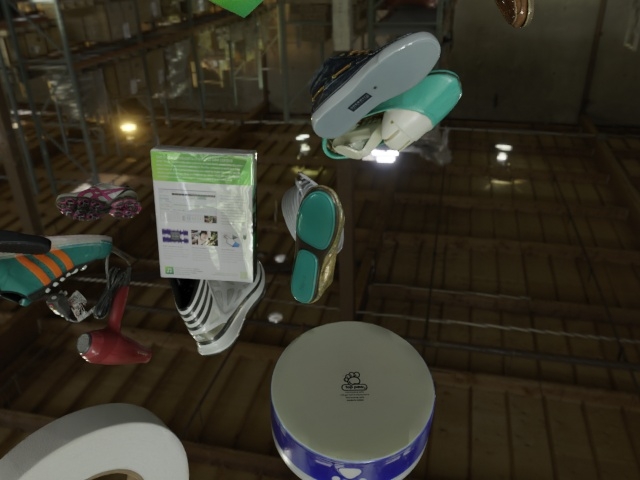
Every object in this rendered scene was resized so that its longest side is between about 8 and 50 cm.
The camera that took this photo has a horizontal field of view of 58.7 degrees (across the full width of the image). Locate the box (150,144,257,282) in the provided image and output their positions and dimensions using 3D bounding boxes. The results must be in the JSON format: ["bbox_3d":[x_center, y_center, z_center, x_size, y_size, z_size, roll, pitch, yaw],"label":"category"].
[{"bbox_3d":[-0.266,-0.059,1.334,0.232,0.322,0.058,4,-155,2],"label":"box"}]

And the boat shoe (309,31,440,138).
[{"bbox_3d":[0.054,-0.206,0.683,0.065,0.183,0.083,23,-134,-43],"label":"boat shoe"}]

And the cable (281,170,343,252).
[{"bbox_3d":[-0.022,-0.068,1.849,0.089,0.257,0.257,-21,-118,28],"label":"cable"}]

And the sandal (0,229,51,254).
[{"bbox_3d":[-0.412,-0.012,0.665,0.179,0.040,0.067,7,162,-40],"label":"sandal"}]

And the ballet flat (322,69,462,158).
[{"bbox_3d":[0.091,-0.158,0.793,0.083,0.087,0.247,26,159,-35],"label":"ballet flat"}]

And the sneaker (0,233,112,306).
[{"bbox_3d":[-0.518,0.053,1.036,0.108,0.121,0.302,0,-173,38],"label":"sneaker"}]

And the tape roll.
[{"bbox_3d":[-0.416,0.475,1.004,0.392,0.392,0.072,-24,-144,-37],"label":"tape roll"}]

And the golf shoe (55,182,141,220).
[{"bbox_3d":[-0.513,-0.093,1.307,0.186,0.067,0.086,-2,-132,-41],"label":"golf shoe"}]

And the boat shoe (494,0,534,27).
[{"bbox_3d":[0.417,-0.629,1.359,0.104,0.111,0.307,-8,-114,-5],"label":"boat shoe"}]

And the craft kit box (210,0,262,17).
[{"bbox_3d":[-0.004,-0.334,0.435,0.061,0.247,0.250,21,169,-28],"label":"craft kit box"}]

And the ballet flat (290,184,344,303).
[{"bbox_3d":[0.000,0.000,1.378,0.123,0.349,0.123,7,-144,-5],"label":"ballet flat"}]

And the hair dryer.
[{"bbox_3d":[-0.491,0.192,1.370,0.080,0.294,0.223,7,-144,39],"label":"hair dryer"}]

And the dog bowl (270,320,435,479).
[{"bbox_3d":[0.050,0.263,0.927,0.264,0.104,0.265,1,-138,-1],"label":"dog bowl"}]

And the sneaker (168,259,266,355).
[{"bbox_3d":[-0.308,0.111,1.743,0.169,0.258,0.448,-14,-151,18],"label":"sneaker"}]
